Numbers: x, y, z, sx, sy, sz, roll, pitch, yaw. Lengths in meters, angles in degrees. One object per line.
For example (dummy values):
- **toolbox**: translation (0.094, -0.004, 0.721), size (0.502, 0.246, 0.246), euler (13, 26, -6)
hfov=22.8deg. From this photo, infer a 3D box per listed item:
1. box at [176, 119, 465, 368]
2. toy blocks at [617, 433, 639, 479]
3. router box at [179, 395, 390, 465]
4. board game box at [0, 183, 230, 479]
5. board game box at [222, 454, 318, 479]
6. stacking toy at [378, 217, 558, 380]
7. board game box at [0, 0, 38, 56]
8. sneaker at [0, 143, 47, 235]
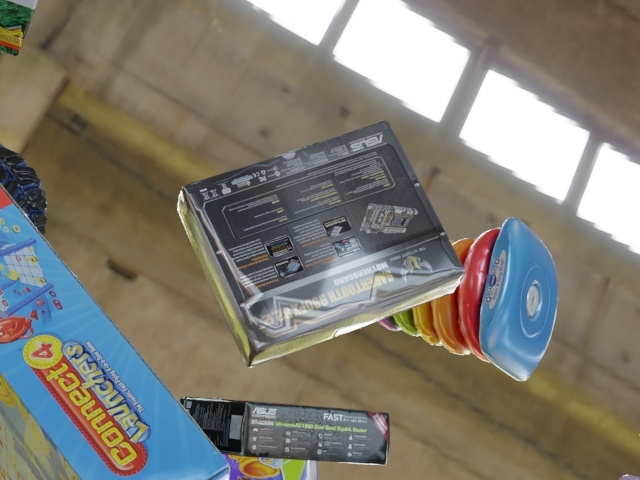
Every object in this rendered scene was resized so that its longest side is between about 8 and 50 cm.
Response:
- **box**: translation (0.000, 0.000, 1.552), size (0.183, 0.231, 0.056), euler (64, -20, 17)
- **toy blocks**: translation (0.299, 0.257, 1.094), size (0.260, 0.288, 0.309), euler (33, -65, 13)
- **router box**: translation (-0.026, 0.132, 1.107), size (0.122, 0.038, 0.092), euler (9, -8, -34)
- **board game box**: translation (-0.192, 0.153, 1.187), size (0.302, 0.086, 0.308), euler (47, -27, 25)
- **board game box**: translation (-0.158, 0.320, 1.532), size (0.233, 0.347, 0.078), euler (7, -49, 13)
- **stacking toy**: translation (0.125, 0.061, 1.959), size (0.302, 0.175, 0.166), euler (5, -18, 31)
- **board game box**: translation (-0.363, -0.263, 1.415), size (0.260, 0.136, 0.030), euler (14, 14, -39)
- **sneaker**: translation (-0.368, -0.070, 1.715), size (0.221, 0.083, 0.087), euler (60, -36, 11)
